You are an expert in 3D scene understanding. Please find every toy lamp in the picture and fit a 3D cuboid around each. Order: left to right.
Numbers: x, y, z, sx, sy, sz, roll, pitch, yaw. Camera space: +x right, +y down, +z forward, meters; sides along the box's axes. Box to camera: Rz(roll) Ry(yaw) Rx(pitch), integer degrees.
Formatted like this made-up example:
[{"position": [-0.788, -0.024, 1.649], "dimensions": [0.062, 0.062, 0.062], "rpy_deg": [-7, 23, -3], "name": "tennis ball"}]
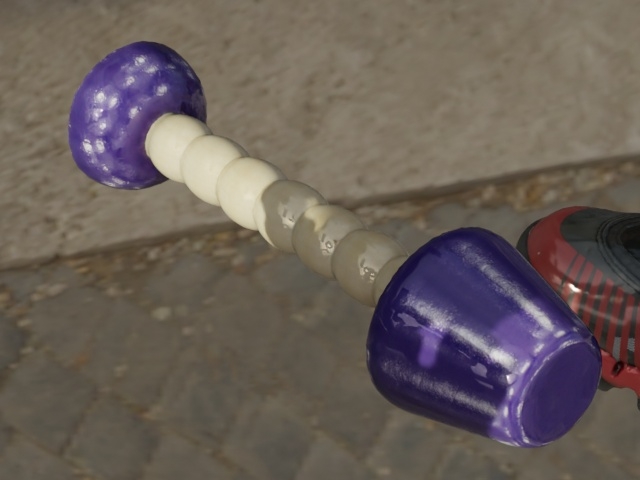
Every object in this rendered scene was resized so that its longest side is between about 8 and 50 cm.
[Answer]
[{"position": [0.000, 0.000, 0.760], "dimensions": [0.080, 0.275, 0.080], "rpy_deg": [-22, 126, -32], "name": "toy lamp"}]

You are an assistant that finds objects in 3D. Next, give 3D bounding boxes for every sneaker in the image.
[{"position": [0.221, 0.032, 0.832], "dimensions": [0.276, 0.135, 0.097], "rpy_deg": [22, 46, 11], "name": "sneaker"}]
